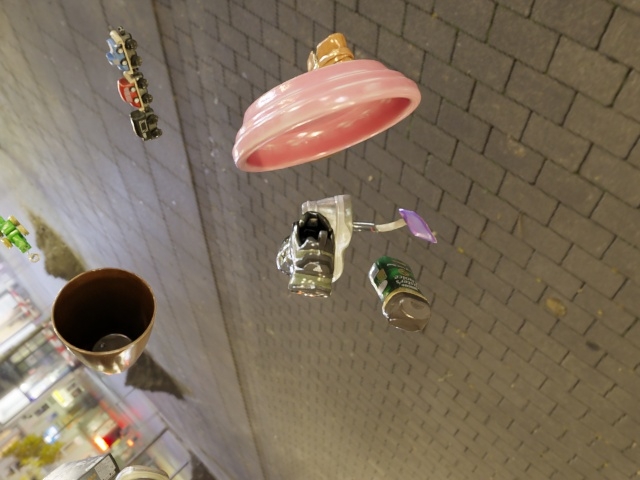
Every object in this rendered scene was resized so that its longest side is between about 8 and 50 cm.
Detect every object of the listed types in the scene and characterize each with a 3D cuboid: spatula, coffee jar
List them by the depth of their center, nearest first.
[{"bbox_3d":[0.168,0.113,1.299,0.096,0.079,0.184,22,-157,-20],"label":"coffee jar"},{"bbox_3d":[0.149,-0.034,1.391,0.297,0.030,0.084,1,131,55],"label":"spatula"}]

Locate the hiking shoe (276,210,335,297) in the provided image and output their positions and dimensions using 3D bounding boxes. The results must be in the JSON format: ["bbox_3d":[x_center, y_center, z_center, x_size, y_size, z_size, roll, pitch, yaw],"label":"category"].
[{"bbox_3d":[-0.012,0.009,0.944,0.086,0.114,0.227,13,-169,-14],"label":"hiking shoe"}]

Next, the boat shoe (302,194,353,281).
[{"bbox_3d":[0.000,0.002,1.297,0.320,0.103,0.118,106,164,-66],"label":"boat shoe"}]

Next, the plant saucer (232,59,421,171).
[{"bbox_3d":[0.002,-0.213,1.038,0.332,0.332,0.084,-27,83,64],"label":"plant saucer"}]

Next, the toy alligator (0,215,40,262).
[{"bbox_3d":[-0.695,0.001,1.406,0.190,0.056,0.051,40,160,21],"label":"toy alligator"}]

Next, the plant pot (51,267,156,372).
[{"bbox_3d":[-0.487,0.214,1.406,0.215,0.215,0.230,40,145,17],"label":"plant pot"}]

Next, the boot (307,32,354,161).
[{"bbox_3d":[-0.005,-0.319,1.414,0.283,0.109,0.220,-34,71,49],"label":"boot"}]

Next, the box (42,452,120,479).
[{"bbox_3d":[-0.582,0.566,1.331,0.183,0.231,0.056,-21,98,31],"label":"box"}]

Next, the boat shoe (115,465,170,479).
[{"bbox_3d":[-0.371,0.592,1.139,0.130,0.133,0.355,-117,40,-65],"label":"boat shoe"}]

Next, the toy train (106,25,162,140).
[{"bbox_3d":[-0.227,-0.184,0.740,0.027,0.036,0.158,51,157,34],"label":"toy train"}]
